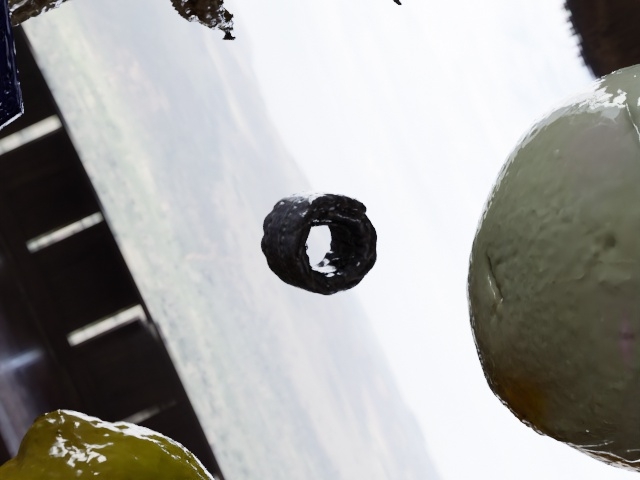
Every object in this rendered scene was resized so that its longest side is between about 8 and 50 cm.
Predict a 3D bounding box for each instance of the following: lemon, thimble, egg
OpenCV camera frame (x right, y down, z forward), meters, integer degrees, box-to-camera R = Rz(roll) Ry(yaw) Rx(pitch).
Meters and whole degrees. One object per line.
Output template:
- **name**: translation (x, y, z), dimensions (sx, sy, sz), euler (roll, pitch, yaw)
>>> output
- **lemon**: translation (-0.158, 0.267, 0.835), dimensions (0.236, 0.236, 0.263), euler (-116, -160, -55)
- **thimble**: translation (-0.002, 0.001, 1.626), dimensions (0.098, 0.150, 0.150), euler (12, -48, 58)
- **egg**: translation (0.213, 0.021, 0.885), dimensions (0.337, 0.201, 0.337), euler (-3, 90, -68)

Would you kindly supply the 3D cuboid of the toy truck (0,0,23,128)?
- **toy truck**: translation (-0.361, -0.143, 0.832), dimensions (0.155, 0.268, 0.124), euler (-52, 151, -49)

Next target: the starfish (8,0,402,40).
- **starfish**: translation (-0.103, -0.243, 1.068), dimensions (0.398, 0.384, 0.132), euler (-3, -78, 43)
